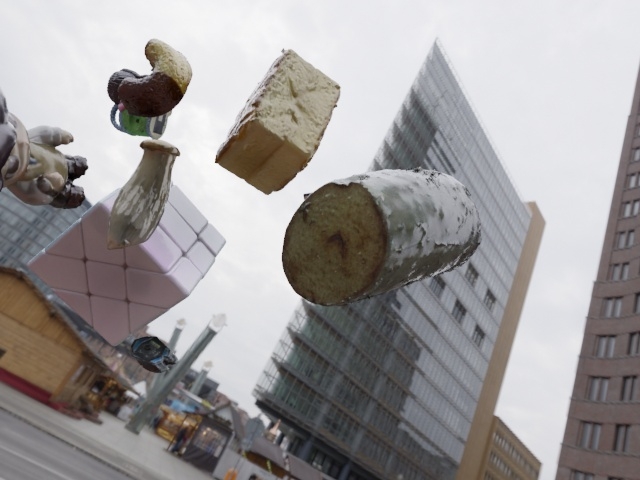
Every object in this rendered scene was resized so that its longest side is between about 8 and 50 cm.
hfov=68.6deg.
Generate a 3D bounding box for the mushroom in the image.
[{"bbox_3d":[-0.362,-0.087,0.955,0.096,0.247,0.108,11,-16,35],"label":"mushroom"}]

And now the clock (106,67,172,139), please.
[{"bbox_3d":[-0.560,-0.415,1.426,0.195,0.194,0.100,20,5,13],"label":"clock"}]

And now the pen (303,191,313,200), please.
[{"bbox_3d":[0.000,0.000,1.265,0.033,0.033,0.269,0,-70,44],"label":"pen"}]

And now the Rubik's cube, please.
[{"bbox_3d":[-0.511,0.033,1.297,0.321,0.316,0.319,-32,-72,23],"label":"Rubik's cube"}]

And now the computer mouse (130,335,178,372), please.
[{"bbox_3d":[-0.422,0.293,1.187,0.135,0.079,0.047,24,-50,22],"label":"computer mouse"}]

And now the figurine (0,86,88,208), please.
[{"bbox_3d":[-0.520,-0.139,0.773,0.206,0.218,0.365,11,-6,25],"label":"figurine"}]

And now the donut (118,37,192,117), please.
[{"bbox_3d":[-0.421,-0.423,1.212,0.141,0.217,0.085,18,-13,18],"label":"donut"}]

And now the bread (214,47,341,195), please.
[{"bbox_3d":[-0.113,-0.310,1.266,0.207,0.279,0.279,33,-34,-20],"label":"bread"}]

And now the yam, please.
[{"bbox_3d":[0.085,-0.012,0.552,0.154,0.154,0.254,2,6,41],"label":"yam"}]
